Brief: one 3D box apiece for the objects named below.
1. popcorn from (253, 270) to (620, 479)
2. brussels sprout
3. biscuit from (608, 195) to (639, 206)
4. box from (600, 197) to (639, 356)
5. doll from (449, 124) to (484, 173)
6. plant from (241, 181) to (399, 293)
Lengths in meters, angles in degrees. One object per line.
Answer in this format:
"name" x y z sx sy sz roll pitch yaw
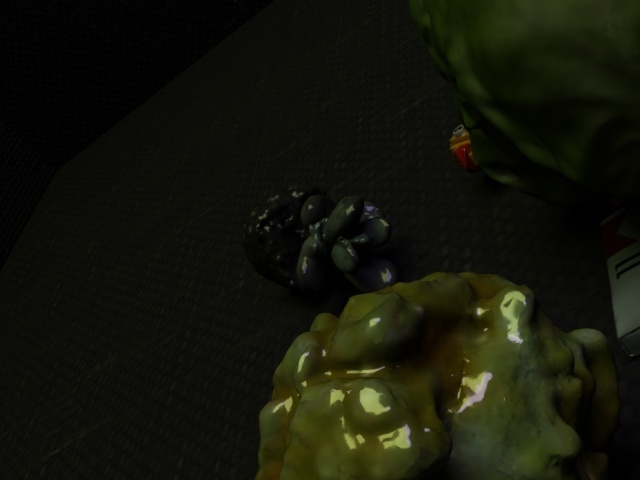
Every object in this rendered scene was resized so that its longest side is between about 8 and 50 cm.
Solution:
"popcorn" 0.100 0.162 0.744 0.274 0.335 0.279 -41 53 22
"brussels sprout" 0.268 -0.235 0.910 0.342 0.361 0.425 -39 2 -15
"biscuit" 0.342 -0.059 1.006 0.091 0.015 0.078 -31 1 32
"box" 0.326 0.020 0.911 0.115 0.036 0.177 -31 28 28
"doll" 0.248 -0.152 1.221 0.186 0.106 0.134 -30 22 28
"plant" -0.002 -0.001 1.315 0.149 0.146 0.274 -49 25 -18
